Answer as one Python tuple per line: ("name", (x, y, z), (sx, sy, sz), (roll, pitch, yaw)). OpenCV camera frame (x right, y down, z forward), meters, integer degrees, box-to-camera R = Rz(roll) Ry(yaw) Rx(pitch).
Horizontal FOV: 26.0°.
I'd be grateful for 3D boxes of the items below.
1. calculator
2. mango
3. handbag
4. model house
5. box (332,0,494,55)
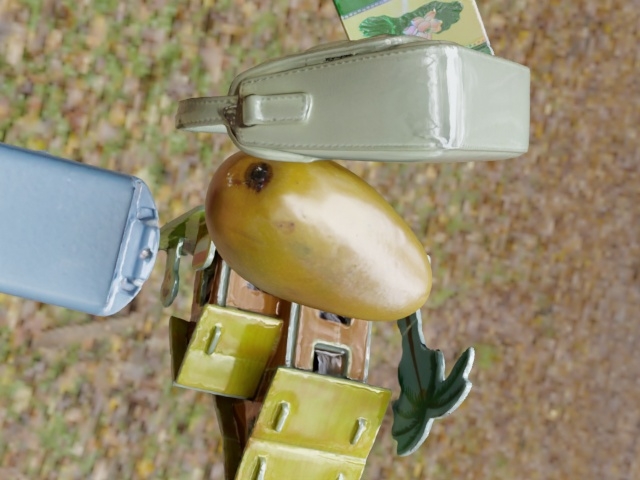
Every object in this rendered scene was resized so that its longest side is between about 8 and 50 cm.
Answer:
("calculator", (-0.235, -0.013, 1.120), (0.039, 0.210, 0.121), (-165, -92, -81))
("mango", (0.000, 0.000, 1.148), (0.253, 0.138, 0.113), (33, 56, -43))
("handbag", (0.017, -0.090, 0.938), (0.256, 0.219, 0.079), (-8, 97, -70))
("model house", (-0.026, 0.138, 1.571), (0.340, 0.300, 0.323), (-22, -122, 61))
("box", (0.087, -0.220, 1.357), (0.034, 0.132, 0.235), (-108, 175, -59))
